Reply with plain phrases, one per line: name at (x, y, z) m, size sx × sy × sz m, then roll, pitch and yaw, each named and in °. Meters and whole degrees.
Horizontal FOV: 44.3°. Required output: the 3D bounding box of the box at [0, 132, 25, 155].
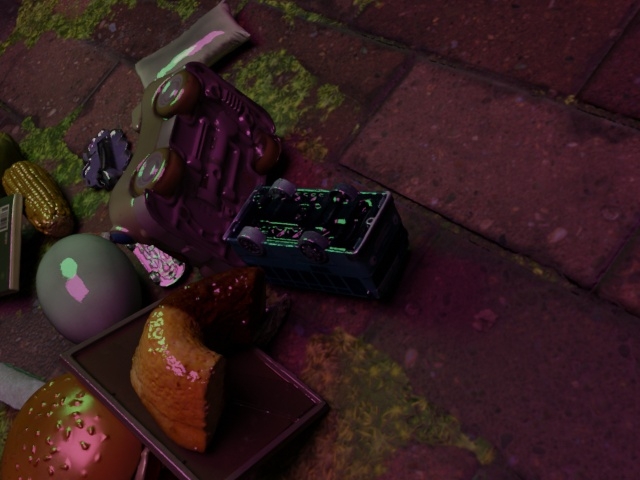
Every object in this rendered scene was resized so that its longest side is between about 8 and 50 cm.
box at (-0.835, -0.197, 1.846) m, size 0.265 × 0.097 × 0.168 m, roll 18°, pitch 73°, yaw 39°

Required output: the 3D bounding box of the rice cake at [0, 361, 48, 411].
rice cake at (-0.507, 0.270, 1.372) m, size 0.206 × 0.063 × 0.069 m, roll 14°, pitch 72°, yaw 38°

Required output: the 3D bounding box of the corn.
corn at (-0.585, -0.088, 1.627) m, size 0.097 × 0.097 × 0.261 m, roll -46°, pitch 51°, yaw -1°

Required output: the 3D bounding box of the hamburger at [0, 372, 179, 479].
hamburger at (-0.329, 0.311, 1.135) m, size 0.274 × 0.212 × 0.274 m, roll -16°, pitch 55°, yaw 24°

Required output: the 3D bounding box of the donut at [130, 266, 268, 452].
donut at (-0.172, 0.124, 1.080) m, size 0.151 × 0.112 × 0.295 m, roll 18°, pitch 39°, yaw 4°

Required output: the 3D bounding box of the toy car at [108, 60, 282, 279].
toy car at (-0.225, -0.101, 1.311) m, size 0.226 × 0.242 × 0.336 m, roll -20°, pitch 51°, yaw 38°

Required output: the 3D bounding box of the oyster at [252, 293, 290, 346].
oyster at (-0.094, 0.136, 1.224) m, size 0.100 × 0.037 × 0.098 m, roll -28°, pitch 30°, yaw 39°

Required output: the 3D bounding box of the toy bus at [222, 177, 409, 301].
toy bus at (0.000, 0.000, 1.165) m, size 0.256 × 0.147 × 0.128 m, roll 6°, pitch 54°, yaw 38°

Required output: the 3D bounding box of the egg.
egg at (-0.394, 0.086, 1.346) m, size 0.168 × 0.168 × 0.231 m, roll -42°, pitch 52°, yaw 3°

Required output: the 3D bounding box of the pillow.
pillow at (-0.270, -0.393, 1.625) m, size 0.254 × 0.078 × 0.144 m, roll -34°, pitch 50°, yaw 11°

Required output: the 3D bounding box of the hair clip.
hair clip at (-0.449, -0.169, 1.621) m, size 0.124 × 0.052 × 0.195 m, roll -31°, pitch 45°, yaw 5°

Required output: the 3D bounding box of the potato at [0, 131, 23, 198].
potato at (-0.688, -0.160, 1.712) m, size 0.120 × 0.081 × 0.149 m, roll 1°, pitch 61°, yaw 63°

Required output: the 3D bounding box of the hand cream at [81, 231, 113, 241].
hand cream at (-0.439, -0.002, 1.528) m, size 0.102 × 0.022 × 0.035 m, roll -4°, pitch 68°, yaw 35°

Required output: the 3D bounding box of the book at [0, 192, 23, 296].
book at (-0.700, 0.028, 1.611) m, size 0.264 × 0.027 × 0.202 m, roll -15°, pitch 72°, yaw 34°

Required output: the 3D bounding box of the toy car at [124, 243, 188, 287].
toy car at (-0.288, 0.023, 1.393) m, size 0.069 × 0.055 × 0.142 m, roll -41°, pitch 69°, yaw 0°

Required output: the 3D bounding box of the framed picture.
framed picture at (-0.175, 0.198, 1.098) m, size 0.315 × 0.024 × 0.232 m, roll 34°, pitch 44°, yaw 27°
